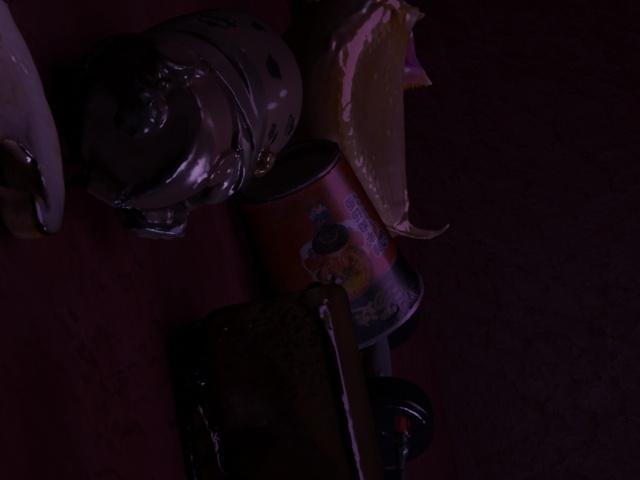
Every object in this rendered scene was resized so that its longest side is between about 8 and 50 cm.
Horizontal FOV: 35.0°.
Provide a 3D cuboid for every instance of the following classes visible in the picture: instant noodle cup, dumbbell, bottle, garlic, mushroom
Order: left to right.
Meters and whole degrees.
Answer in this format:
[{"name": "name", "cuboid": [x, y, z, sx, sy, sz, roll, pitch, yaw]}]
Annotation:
[{"name": "mushroom", "cuboid": [-0.117, -0.049, 0.379, 0.049, 0.019, 0.101, -7, 83, -82]}, {"name": "bottle", "cuboid": [-0.069, -0.059, 0.491, 0.152, 0.098, 0.099, -57, 136, -68]}, {"name": "instant noodle cup", "cuboid": [0.001, 0.001, 0.784, 0.127, 0.127, 0.136, -85, 154, -61]}, {"name": "garlic", "cuboid": [0.030, -0.115, 0.953, 0.145, 0.164, 0.245, -148, -130, -78]}, {"name": "dumbbell", "cuboid": [0.056, 0.123, 1.014, 0.191, 0.100, 0.100, -91, 166, -51]}]

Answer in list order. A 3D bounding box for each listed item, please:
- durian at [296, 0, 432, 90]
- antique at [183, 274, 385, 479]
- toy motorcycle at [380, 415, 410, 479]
[{"name": "durian", "cuboid": [0.032, -0.301, 1.333, 0.186, 0.153, 0.261, -45, 132, -53]}, {"name": "antique", "cuboid": [-0.005, 0.179, 0.558, 0.087, 0.093, 0.310, -4, 82, -81]}, {"name": "toy motorcycle", "cuboid": [0.043, 0.239, 0.799, 0.221, 0.102, 0.150, 71, 24, -43]}]
